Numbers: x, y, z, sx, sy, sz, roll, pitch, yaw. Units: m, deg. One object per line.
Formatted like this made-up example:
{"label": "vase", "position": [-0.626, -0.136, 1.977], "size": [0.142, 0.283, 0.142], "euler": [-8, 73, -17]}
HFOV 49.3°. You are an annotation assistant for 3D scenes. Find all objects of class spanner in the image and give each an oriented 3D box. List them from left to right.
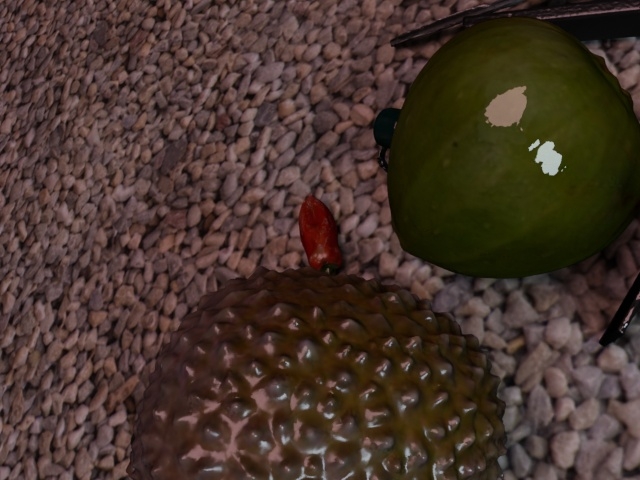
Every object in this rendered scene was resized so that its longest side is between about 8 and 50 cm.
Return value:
{"label": "spanner", "position": [0.246, -0.340, 1.024], "size": [0.325, 0.093, 0.026], "euler": [-10, 101, 33]}

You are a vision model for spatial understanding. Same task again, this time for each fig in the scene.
{"label": "fig", "position": [0.208, -0.086, 0.812], "size": [0.316, 0.316, 0.316], "euler": [-12, 65, 26]}

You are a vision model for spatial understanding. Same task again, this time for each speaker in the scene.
{"label": "speaker", "position": [0.112, -0.146, 1.021], "size": [0.075, 0.060, 0.094], "euler": [18, 80, 35]}

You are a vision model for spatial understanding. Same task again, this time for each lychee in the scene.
{"label": "lychee", "position": [-0.013, 0.205, 0.771], "size": [0.432, 0.380, 0.380], "euler": [-13, 63, 8]}

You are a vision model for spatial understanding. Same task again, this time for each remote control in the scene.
{"label": "remote control", "position": [0.317, -0.294, 0.962], "size": [0.245, 0.063, 0.025], "euler": [3, 60, 32]}

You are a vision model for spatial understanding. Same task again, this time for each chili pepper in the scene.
{"label": "chili pepper", "position": [0.000, 0.001, 1.033], "size": [0.059, 0.050, 0.191], "euler": [-30, 46, 20]}

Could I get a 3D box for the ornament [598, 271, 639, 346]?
{"label": "ornament", "position": [0.422, 0.081, 0.715], "size": [0.196, 0.166, 0.153], "euler": [28, 87, 20]}
